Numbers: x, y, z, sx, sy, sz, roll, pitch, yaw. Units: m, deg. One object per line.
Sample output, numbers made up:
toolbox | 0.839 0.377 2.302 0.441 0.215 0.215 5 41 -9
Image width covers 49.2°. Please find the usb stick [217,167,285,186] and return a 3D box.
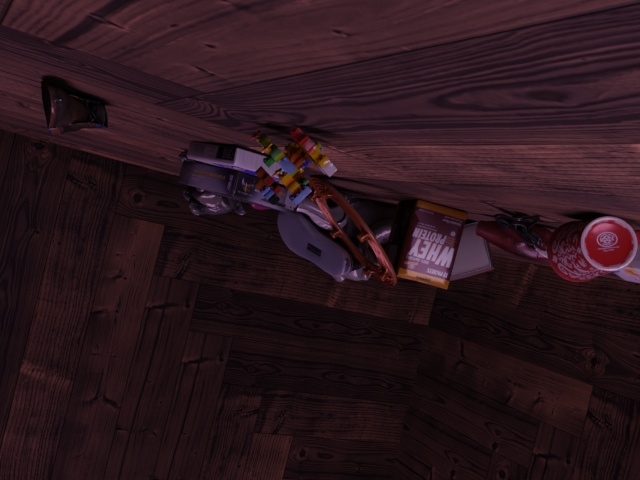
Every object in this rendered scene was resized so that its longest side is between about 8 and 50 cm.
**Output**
usb stick | -0.166 -0.170 1.769 0.077 0.045 0.278 5 -175 -41

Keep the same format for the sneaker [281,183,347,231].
sneaker | -0.046 -0.125 1.918 0.272 0.100 0.108 22 143 10

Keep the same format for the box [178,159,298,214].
box | -0.186 -0.123 1.642 0.183 0.056 0.231 16 180 37

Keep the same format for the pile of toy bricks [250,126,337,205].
pile of toy bricks | -0.063 -0.127 1.070 0.105 0.118 0.212 47 179 -17

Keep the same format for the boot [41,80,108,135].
boot | -0.414 -0.229 1.189 0.106 0.082 0.219 -9 -177 -19

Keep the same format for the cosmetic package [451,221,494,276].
cosmetic package | 0.411 0.037 2.010 0.153 0.129 0.296 -16 171 16

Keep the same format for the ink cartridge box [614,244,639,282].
ink cartridge box | 0.674 0.050 1.418 0.104 0.061 0.181 26 173 -26

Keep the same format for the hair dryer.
hair dryer | 0.439 -0.025 1.528 0.224 0.080 0.293 30 170 -15

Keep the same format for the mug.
mug | 0.483 0.000 1.209 0.113 0.150 0.169 50 180 7

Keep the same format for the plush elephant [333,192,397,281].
plush elephant | 0.152 0.017 2.062 0.330 0.255 0.272 14 180 -21

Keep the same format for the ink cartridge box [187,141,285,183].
ink cartridge box | -0.157 -0.167 1.551 0.208 0.045 0.206 16 179 -40

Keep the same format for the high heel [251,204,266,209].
high heel | -0.099 -0.117 2.021 0.117 0.082 0.244 23 -164 24

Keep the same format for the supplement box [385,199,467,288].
supplement box | 0.252 0.007 1.742 0.129 0.191 0.194 15 180 -8

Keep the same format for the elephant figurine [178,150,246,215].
elephant figurine | -0.295 -0.154 1.936 0.186 0.169 0.239 -17 174 -20

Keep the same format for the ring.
ring | 0.070 -0.016 1.716 0.336 0.032 0.336 52 171 12

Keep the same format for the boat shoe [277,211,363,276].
boat shoe | 0.001 -0.004 1.977 0.105 0.113 0.306 -11 -150 -42
